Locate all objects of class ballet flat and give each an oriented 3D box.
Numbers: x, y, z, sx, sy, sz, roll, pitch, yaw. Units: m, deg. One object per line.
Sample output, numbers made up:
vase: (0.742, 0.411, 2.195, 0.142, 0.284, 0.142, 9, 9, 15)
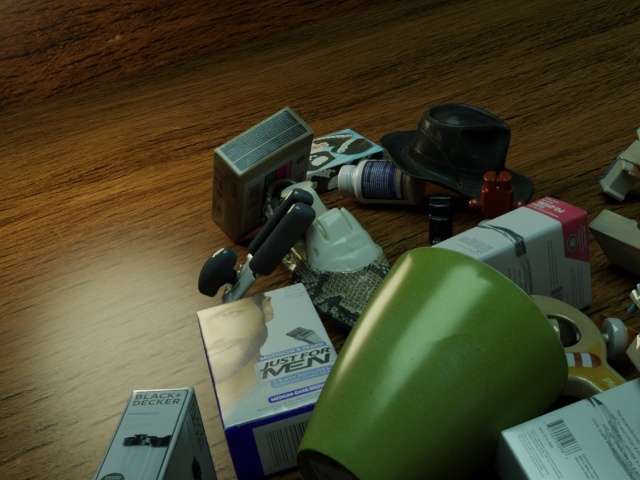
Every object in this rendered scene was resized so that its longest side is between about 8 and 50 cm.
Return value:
ballet flat: (0.000, 0.000, 1.771, 0.164, 0.182, 0.483, -17, 27, -17)

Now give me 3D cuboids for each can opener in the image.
can opener: (-0.118, 0.016, 1.718, 0.095, 0.283, 0.076, 21, 38, -25)

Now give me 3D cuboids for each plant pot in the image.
plant pot: (0.113, 0.206, 1.230, 0.274, 0.275, 0.293, 15, 48, 41)

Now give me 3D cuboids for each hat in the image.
hat: (0.292, -0.200, 2.011, 0.331, 0.134, 0.331, 15, 25, -7)

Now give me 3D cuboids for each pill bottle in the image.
pill bottle: (0.127, -0.122, 2.071, 0.169, 0.094, 0.094, 3, 29, 24)

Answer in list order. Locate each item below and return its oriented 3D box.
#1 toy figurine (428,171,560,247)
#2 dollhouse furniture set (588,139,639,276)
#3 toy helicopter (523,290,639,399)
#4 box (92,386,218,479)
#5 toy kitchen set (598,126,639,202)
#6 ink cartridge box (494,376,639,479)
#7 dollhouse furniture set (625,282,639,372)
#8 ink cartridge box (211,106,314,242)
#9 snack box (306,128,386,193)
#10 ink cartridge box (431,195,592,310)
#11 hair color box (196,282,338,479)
toy figurine: (0.304, -0.006, 1.730, 0.213, 0.148, 0.209, -23, 34, -29)
dollhouse furniture set: (0.595, -0.051, 1.637, 0.242, 0.212, 0.161, -44, 31, -6)
toy helicopter: (0.380, 0.183, 1.368, 0.234, 0.140, 0.355, -13, 35, -27)
box: (-0.205, 0.327, 1.197, 0.087, 0.169, 0.290, -6, 25, 9)
toy kitchen set: (0.674, -0.128, 1.925, 0.207, 0.166, 0.122, 28, 29, -5)
ink cartridge box: (0.331, 0.267, 1.154, 0.208, 0.087, 0.153, -18, 52, -12)
dollhouse furniture set: (0.515, 0.088, 1.231, 0.286, 0.198, 0.303, 23, 24, -23)
ink cartridge box: (-0.120, -0.129, 1.992, 0.193, 0.235, 0.088, -34, 67, -25)
snack box: (-0.034, -0.163, 2.254, 0.321, 0.060, 0.187, -19, 27, -18)
ink cartridge box: (0.301, 0.056, 1.556, 0.237, 0.172, 0.100, -22, 28, -22)
hair color box: (-0.069, 0.200, 1.479, 0.185, 0.110, 0.339, -15, 25, -8)
